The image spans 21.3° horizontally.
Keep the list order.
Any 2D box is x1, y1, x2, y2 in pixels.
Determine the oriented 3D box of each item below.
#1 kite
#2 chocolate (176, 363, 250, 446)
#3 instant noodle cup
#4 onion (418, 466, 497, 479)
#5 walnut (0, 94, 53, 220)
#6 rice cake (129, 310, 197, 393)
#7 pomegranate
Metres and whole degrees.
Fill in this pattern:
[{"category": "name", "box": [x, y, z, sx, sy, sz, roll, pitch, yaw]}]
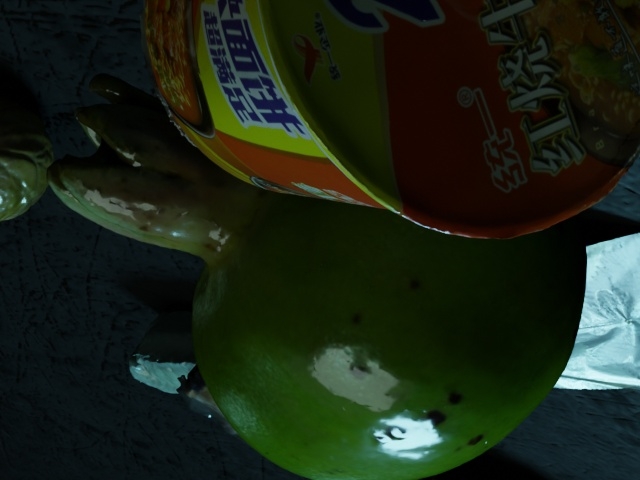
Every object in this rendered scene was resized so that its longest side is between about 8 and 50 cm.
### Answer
[{"category": "kite", "box": [0.100, 0.074, 1.115, 0.310, 0.015, 0.169, -12, 140, 21]}, {"category": "chocolate", "box": [0.001, 0.065, 1.209, 0.102, 0.065, 0.329, 36, 144, -10]}, {"category": "instant noodle cup", "box": [0.028, -0.104, 0.754, 0.213, 0.213, 0.174, 37, 163, -23]}, {"category": "onion", "box": [0.144, 0.291, 1.506, 0.173, 0.135, 0.198, 14, 155, 33]}, {"category": "walnut", "box": [-0.246, -0.057, 1.238, 0.105, 0.105, 0.124, 25, 162, 4]}, {"category": "rice cake", "box": [-0.031, 0.098, 1.371, 0.336, 0.066, 0.063, 4, 136, 43]}, {"category": "pomegranate", "box": [0.000, 0.000, 0.934, 0.302, 0.236, 0.236, 30, 156, -16]}]
